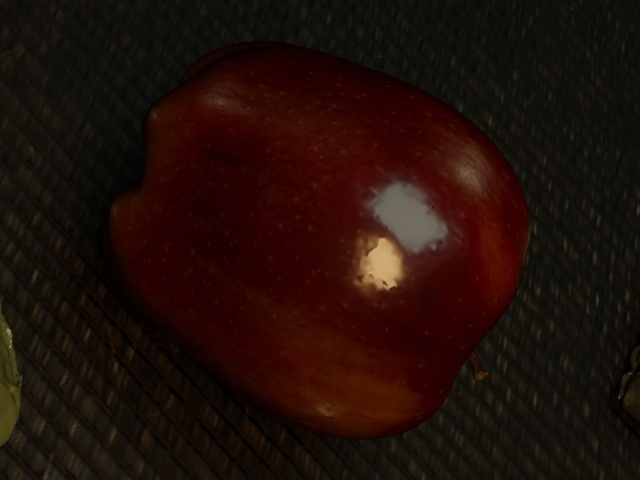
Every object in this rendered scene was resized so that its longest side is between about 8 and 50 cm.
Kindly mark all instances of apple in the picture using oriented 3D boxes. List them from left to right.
[{"bbox_3d":[0.000,0.000,1.197,0.317,0.288,0.288,29,47,4],"label":"apple"}]

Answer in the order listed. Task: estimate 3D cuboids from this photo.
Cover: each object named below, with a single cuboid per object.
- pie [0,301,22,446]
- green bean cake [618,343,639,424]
[{"bbox_3d":[-0.335,0.075,1.064,0.306,0.071,0.306,17,53,-25],"label":"pie"},{"bbox_3d":[0.430,0.135,1.496,0.255,0.132,0.241,38,47,-9],"label":"green bean cake"}]
